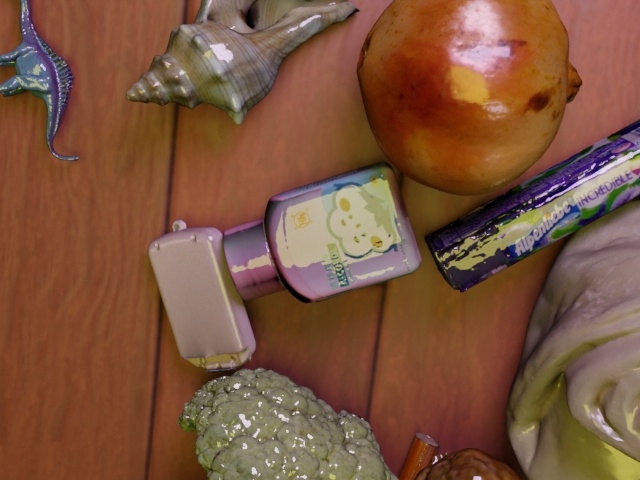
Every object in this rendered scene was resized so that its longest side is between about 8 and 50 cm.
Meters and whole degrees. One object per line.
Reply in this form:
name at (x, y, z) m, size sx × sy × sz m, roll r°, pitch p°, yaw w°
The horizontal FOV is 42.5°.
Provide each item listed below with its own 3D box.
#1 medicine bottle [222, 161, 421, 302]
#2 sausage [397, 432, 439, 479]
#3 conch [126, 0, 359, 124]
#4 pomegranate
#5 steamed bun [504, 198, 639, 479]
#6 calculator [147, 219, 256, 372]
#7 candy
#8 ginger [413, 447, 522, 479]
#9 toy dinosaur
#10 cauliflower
medicine bottle at (0.000, 0.000, 0.857) m, size 0.188 × 0.094 × 0.119 m, roll -17°, pitch 97°, yaw 6°
sausage at (0.103, 0.271, 0.930) m, size 0.031 × 0.031 × 0.107 m, roll 20°, pitch 99°, yaw 0°
conch at (-0.094, -0.201, 0.831) m, size 0.137 × 0.114 × 0.234 m, roll 47°, pitch 64°, yaw -15°
pomegranate at (0.133, -0.146, 0.778) m, size 0.209 × 0.209 × 0.209 m, roll 1°, pitch 100°, yaw 3°
steamed bun at (0.363, 0.144, 0.783) m, size 0.343 × 0.255 × 0.367 m, roll 6°, pitch 99°, yaw 5°
calculator at (-0.129, 0.061, 0.889) m, size 0.100 × 0.032 × 0.174 m, roll -10°, pitch 100°, yaw 33°
candy at (0.257, -0.047, 0.837) m, size 0.312 × 0.088 × 0.061 m, roll -28°, pitch 101°, yaw 7°
ginger at (0.169, 0.327, 0.855) m, size 0.165 × 0.172 × 0.321 m, roll -41°, pitch 119°, yaw -16°
toy dinosaur at (-0.305, -0.175, 0.870) m, size 0.080 × 0.045 × 0.197 m, roll -17°, pitch 95°, yaw -5°
cauliflower at (-0.045, 0.294, 0.875) m, size 0.272 × 0.275 × 0.250 m, roll 27°, pitch 139°, yaw -26°
